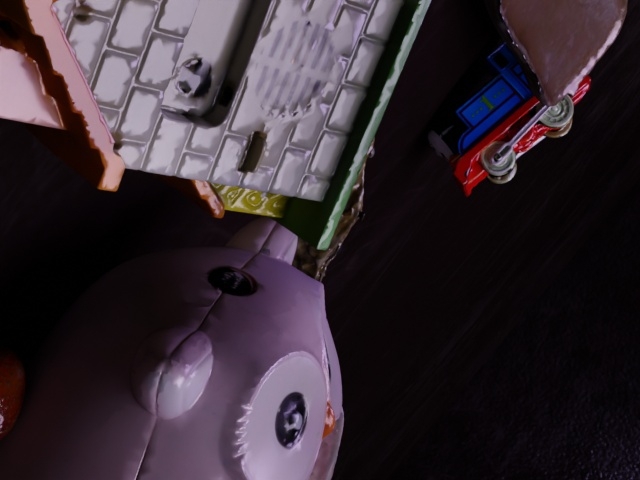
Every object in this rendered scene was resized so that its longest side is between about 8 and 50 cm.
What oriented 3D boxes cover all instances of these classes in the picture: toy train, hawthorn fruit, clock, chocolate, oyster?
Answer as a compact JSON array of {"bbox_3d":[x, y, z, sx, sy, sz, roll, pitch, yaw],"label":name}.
[{"bbox_3d":[0.220,-0.156,1.412,0.204,0.131,0.083,-41,168,2],"label":"toy train"},{"bbox_3d":[-0.246,0.101,0.824,0.093,0.093,0.093,-45,161,-20],"label":"hawthorn fruit"},{"bbox_3d":[-0.128,0.179,0.948,0.368,0.250,0.376,-55,162,-61],"label":"clock"},{"bbox_3d":[0.236,-0.265,1.269,0.161,0.083,0.261,-47,145,-5],"label":"chocolate"},{"bbox_3d":[-0.001,0.002,1.261,0.345,0.078,0.128,106,7,-46],"label":"oyster"},{"bbox_3d":[-0.075,-0.127,0.665,0.255,0.106,0.220,9,109,-44],"label":"clock"}]

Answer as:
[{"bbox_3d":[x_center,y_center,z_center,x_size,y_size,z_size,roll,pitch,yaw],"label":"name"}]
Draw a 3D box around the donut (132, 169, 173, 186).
[{"bbox_3d":[-0.076,-0.114,0.835,0.166,0.073,0.184,-22,144,-52],"label":"donut"}]
